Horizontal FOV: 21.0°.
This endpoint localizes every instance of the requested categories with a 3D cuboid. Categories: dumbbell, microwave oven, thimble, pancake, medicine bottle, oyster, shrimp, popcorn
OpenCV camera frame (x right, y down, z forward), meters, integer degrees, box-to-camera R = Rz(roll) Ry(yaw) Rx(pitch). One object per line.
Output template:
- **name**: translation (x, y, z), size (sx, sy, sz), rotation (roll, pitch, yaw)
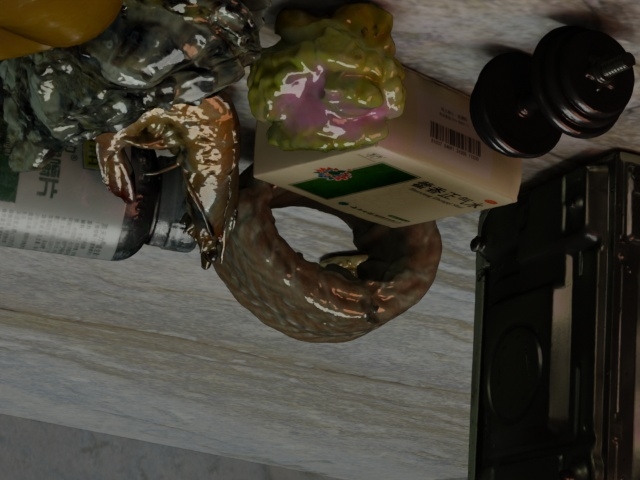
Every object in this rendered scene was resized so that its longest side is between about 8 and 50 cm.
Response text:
- **dumbbell**: translation (0.198, -0.127, 1.493), size (0.099, 0.099, 0.208), rotation (13, 163, -28)
- **microwave oven**: translation (0.308, 0.141, 1.881), size (0.247, 0.394, 0.333), rotation (10, 163, -22)
- **thimble**: translation (0.006, -0.002, 1.837), size (0.229, 0.196, 0.148), rotation (38, 154, -8)
- **pancake**: translation (0.070, 0.047, 2.294), size (0.158, 0.028, 0.158), rotation (6, 163, 2)
- **medicine bottle**: translation (-0.268, -0.055, 1.794), size (0.293, 0.141, 0.141), rotation (9, 164, -15)
- **oyster**: translation (-0.168, -0.153, 1.440), size (0.162, 0.158, 0.351), rotation (45, 136, -13)
- **shrimp**: translation (-0.145, -0.064, 1.715), size (0.143, 0.052, 0.251), rotation (-4, 126, 1)
- **popcorn**: translation (0.005, -0.136, 1.474), size (0.125, 0.126, 0.145), rotation (17, 156, -19)

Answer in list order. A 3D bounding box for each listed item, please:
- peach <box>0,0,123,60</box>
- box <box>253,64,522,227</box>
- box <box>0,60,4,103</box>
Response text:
- **peach**: translation (-0.260, -0.207, 1.237), size (0.251, 0.153, 0.251), rotation (11, 165, 3)
- **box**: translation (0.067, -0.091, 1.675), size (0.168, 0.095, 0.212), rotation (-14, 157, 42)
- **box**: translation (-0.423, -0.153, 1.650), size (0.230, 0.050, 0.160), rotation (-9, 159, 40)
